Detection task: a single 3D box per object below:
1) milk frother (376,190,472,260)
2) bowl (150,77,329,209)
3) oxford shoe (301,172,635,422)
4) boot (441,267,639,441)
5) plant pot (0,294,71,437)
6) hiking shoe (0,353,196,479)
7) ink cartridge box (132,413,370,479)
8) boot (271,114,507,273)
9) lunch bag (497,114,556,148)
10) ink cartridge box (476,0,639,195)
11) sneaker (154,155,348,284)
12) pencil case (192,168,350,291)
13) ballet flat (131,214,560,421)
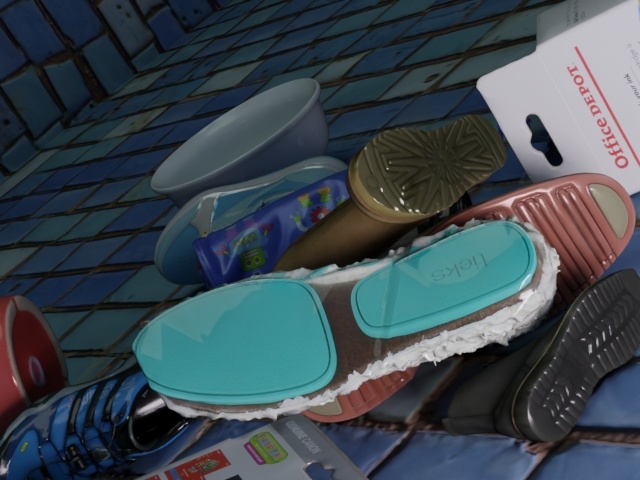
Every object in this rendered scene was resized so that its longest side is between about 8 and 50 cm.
[{"bbox_3d":[0.098,-0.015,1.702,0.135,0.143,0.129,-13,36,14],"label":"milk frother"},{"bbox_3d":[-0.097,-0.110,2.294,0.298,0.134,0.298,-29,19,11],"label":"bowl"},{"bbox_3d":[0.131,0.036,1.564,0.397,0.140,0.146,-28,14,11],"label":"oxford shoe"},{"bbox_3d":[0.201,0.102,1.389,0.198,0.077,0.137,-42,16,-30],"label":"boot"},{"bbox_3d":[-0.466,0.197,1.950,0.243,0.275,0.275,-18,21,9],"label":"plant pot"},{"bbox_3d":[-0.254,0.216,1.753,0.304,0.113,0.132,-36,18,-11],"label":"hiking shoe"},{"bbox_3d":[-0.075,0.285,1.238,0.272,0.130,0.309,-23,17,-11],"label":"ink cartridge box"},{"bbox_3d":[0.039,-0.013,1.540,0.236,0.089,0.269,-15,-16,-48],"label":"boot"},{"bbox_3d":[0.305,-0.165,1.861,0.151,0.096,0.129,-9,0,-40],"label":"lunch bag"},{"bbox_3d":[0.367,-0.187,1.631,0.353,0.207,0.119,-24,21,21],"label":"ink cartridge box"},{"bbox_3d":[-0.107,0.004,2.039,0.319,0.127,0.208,-26,18,21],"label":"sneaker"},{"bbox_3d":[0.000,0.000,1.855,0.306,0.119,0.133,-24,58,5],"label":"pencil case"},{"bbox_3d":[0.032,0.093,1.443,0.409,0.147,0.147,-14,21,8],"label":"ballet flat"}]
